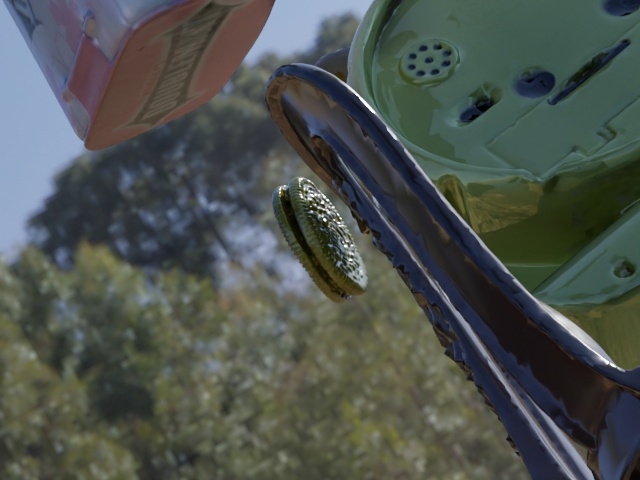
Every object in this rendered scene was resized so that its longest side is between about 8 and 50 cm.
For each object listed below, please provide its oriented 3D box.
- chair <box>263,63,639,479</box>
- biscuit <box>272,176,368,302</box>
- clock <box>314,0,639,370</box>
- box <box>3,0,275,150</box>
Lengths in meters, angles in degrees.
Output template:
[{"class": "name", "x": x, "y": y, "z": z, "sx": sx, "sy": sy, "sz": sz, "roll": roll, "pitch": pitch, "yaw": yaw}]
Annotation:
[{"class": "chair", "x": 0.130, "y": 0.043, "z": 0.454, "sx": 0.183, "sy": 0.326, "sz": 0.175, "roll": -35, "pitch": -39, "yaw": 11}, {"class": "biscuit", "x": 0.000, "y": 0.000, "z": 1.036, "sx": 0.023, "sy": 0.084, "sz": 0.084, "roll": -30, "pitch": -14, "yaw": 13}, {"class": "clock", "x": 0.146, "y": -0.085, "z": 1.004, "sx": 0.286, "sy": 0.348, "sz": 0.117, "roll": -39, "pitch": -41, "yaw": -15}, {"class": "box", "x": -0.166, "y": -0.253, "z": 0.960, "sx": 0.112, "sy": 0.370, "sz": 0.190, "roll": -24, "pitch": -9, "yaw": -25}]
